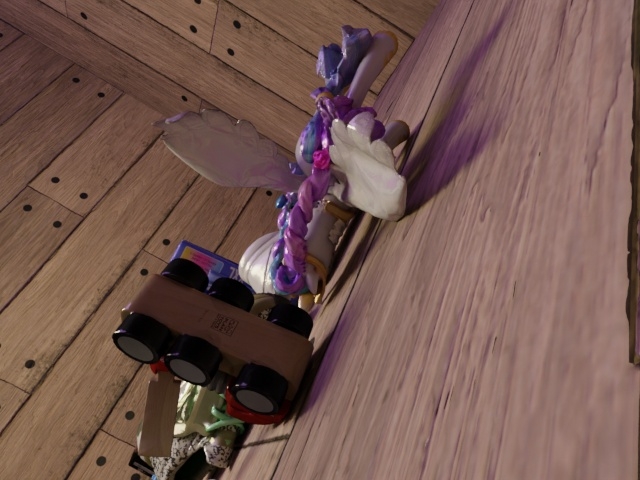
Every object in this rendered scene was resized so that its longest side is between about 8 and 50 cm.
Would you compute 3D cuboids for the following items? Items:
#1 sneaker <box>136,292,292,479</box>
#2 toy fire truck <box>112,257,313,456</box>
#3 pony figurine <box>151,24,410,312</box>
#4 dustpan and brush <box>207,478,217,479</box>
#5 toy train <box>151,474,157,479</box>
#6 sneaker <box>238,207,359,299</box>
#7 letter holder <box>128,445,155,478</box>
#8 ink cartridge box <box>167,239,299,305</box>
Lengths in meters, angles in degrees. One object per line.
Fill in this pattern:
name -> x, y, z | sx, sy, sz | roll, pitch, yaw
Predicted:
sneaker -> -0.152, 0.273, 0.753 | 0.410, 0.158, 0.182 | -57, 37, 13
toy fire truck -> -0.145, 0.180, 0.581 | 0.246, 0.217, 0.158 | 110, -177, -47
pony figurine -> 0.007, -0.108, 0.629 | 0.363, 0.303, 0.351 | -66, -25, -22
dustpan and brush -> -0.152, 0.352, 0.559 | 0.147, 0.060, 0.211 | -59, 12, -20
toy train -> -0.375, 0.582, 1.196 | 0.184, 0.080, 0.105 | -63, 1, -30
sneaker -> 0.000, 0.000, 0.830 | 0.305, 0.114, 0.152 | -45, 50, -2
letter holder -> -0.455, 0.605, 1.414 | 0.302, 0.152, 0.214 | -53, 7, 51
ink cartridge box -> -0.206, 0.127, 1.032 | 0.151, 0.270, 0.395 | -65, 6, -7
